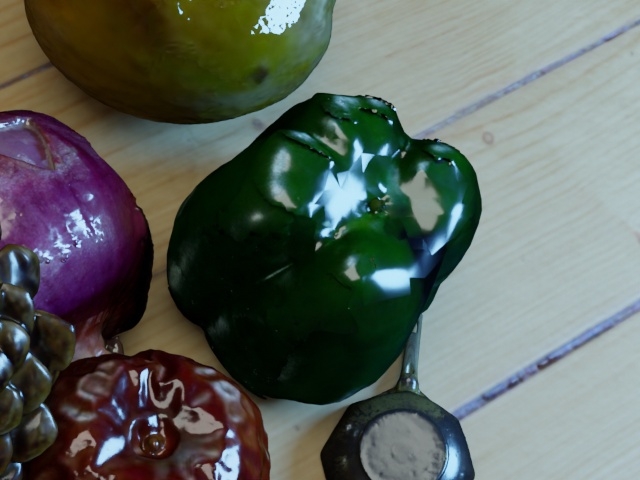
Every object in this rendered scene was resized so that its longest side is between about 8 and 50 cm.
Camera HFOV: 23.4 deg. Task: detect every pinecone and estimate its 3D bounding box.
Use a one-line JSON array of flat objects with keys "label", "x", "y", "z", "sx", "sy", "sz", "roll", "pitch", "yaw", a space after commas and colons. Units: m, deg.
[{"label": "pinecone", "x": -0.294, "y": 0.057, "z": 1.025, "sx": 0.264, "sy": 0.264, "sz": 0.264, "roll": 2, "pitch": 63, "yaw": -5}]

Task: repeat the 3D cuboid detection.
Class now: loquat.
[{"label": "loquat", "x": -0.129, "y": -0.242, "z": 1.408, "sx": 0.284, "sy": 0.276, "sz": 0.276, "roll": 15, "pitch": 61, "yaw": -19}]

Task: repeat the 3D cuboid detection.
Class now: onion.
[{"label": "onion", "x": -0.284, "y": 0.037, "z": 1.254, "sx": 0.272, "sy": 0.256, "sz": 0.230, "roll": 21, "pitch": 42, "yaw": 37}]

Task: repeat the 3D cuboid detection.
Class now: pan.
[{"label": "pan", "x": 0.059, "y": 0.155, "z": 1.340, "sx": 0.128, "sy": 0.048, "sz": 0.202, "roll": -12, "pitch": 65, "yaw": -11}]

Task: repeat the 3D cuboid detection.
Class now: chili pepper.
[{"label": "chili pepper", "x": 0.000, "y": 0.000, "z": 1.302, "sx": 0.233, "sy": 0.257, "sz": 0.248, "roll": 32, "pitch": 63, "yaw": -3}]

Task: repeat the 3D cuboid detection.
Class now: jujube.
[{"label": "jujube", "x": -0.145, "y": 0.187, "z": 1.167, "sx": 0.213, "sy": 0.232, "sz": 0.213, "roll": 9, "pitch": 53, "yaw": -12}]
